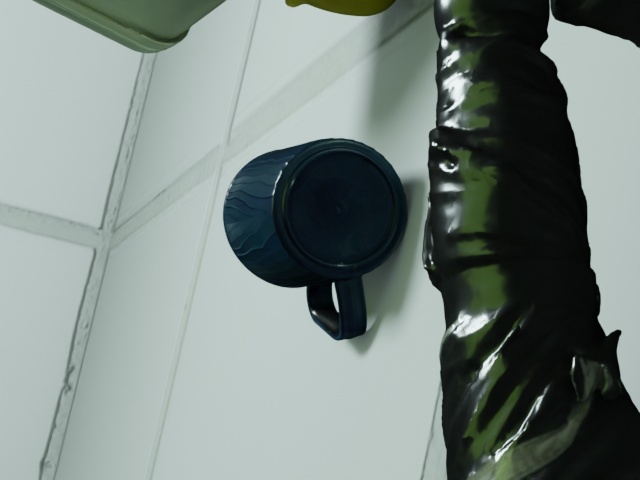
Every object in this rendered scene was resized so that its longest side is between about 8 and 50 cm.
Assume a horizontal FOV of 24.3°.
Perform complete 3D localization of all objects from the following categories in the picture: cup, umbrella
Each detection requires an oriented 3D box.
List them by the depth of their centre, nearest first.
[{"bbox_3d":[0.102,0.039,0.671,0.113,0.106,0.358,-37,51,57],"label":"umbrella"},{"bbox_3d":[0.007,-0.008,1.162,0.113,0.150,0.138,-43,10,-14],"label":"cup"}]

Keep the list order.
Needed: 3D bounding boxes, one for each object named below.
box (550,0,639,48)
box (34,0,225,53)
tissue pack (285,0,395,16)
[{"bbox_3d":[0.208,-0.306,0.689,0.359,0.091,0.350,127,154,-57],"label":"box"},{"bbox_3d":[-0.076,-0.383,1.223,0.344,0.177,0.352,-23,51,45],"label":"box"},{"bbox_3d":[0.018,-0.271,1.294,0.178,0.123,0.127,-106,36,-56],"label":"tissue pack"}]
